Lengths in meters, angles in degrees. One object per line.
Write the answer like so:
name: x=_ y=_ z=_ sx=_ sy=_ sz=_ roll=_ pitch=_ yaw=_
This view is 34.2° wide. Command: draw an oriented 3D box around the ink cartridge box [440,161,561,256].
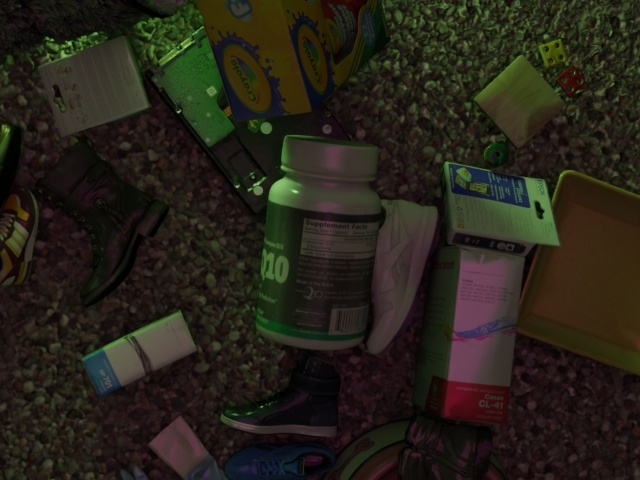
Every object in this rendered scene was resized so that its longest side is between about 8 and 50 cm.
ink cartridge box: x=0.336 y=-0.057 z=1.967 sx=0.208 sy=0.206 sz=0.045 roll=9 pitch=131 yaw=-6

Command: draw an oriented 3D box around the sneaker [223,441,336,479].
sneaker: x=-0.075 y=0.415 z=1.940 sx=0.209 sy=0.082 sz=0.069 roll=-5 pitch=90 yaw=-9

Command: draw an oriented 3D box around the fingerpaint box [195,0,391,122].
fingerpaint box: x=-0.062 y=-0.477 z=1.751 sx=0.163 sy=0.371 sz=0.445 roll=-4 pitch=115 yaw=29

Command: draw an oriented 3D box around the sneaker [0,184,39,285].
sneaker: x=-0.562 y=-0.011 z=1.874 sx=0.069 sy=0.084 sz=0.185 roll=1 pitch=87 yaw=34

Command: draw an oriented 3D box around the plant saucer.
plant saucer: x=0.562 y=0.071 z=2.042 sx=0.333 sy=0.081 sz=0.333 roll=20 pitch=85 yaw=-7

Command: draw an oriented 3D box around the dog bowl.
dog bowl: x=0.191 y=0.544 z=1.943 sx=0.408 sy=0.150 sz=0.408 roll=0 pitch=88 yaw=-8

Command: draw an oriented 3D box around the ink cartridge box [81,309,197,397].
ink cartridge box: x=-0.325 y=0.202 z=1.882 sx=0.190 sy=0.139 sz=0.082 roll=-24 pitch=91 yaw=-8

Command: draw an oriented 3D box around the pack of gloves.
pack of gloves: x=-0.264 y=0.476 z=1.944 sx=0.195 sy=0.046 sz=0.232 roll=-42 pitch=97 yaw=-18

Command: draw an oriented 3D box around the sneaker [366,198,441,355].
sneaker: x=0.123 y=0.065 z=1.978 sx=0.152 sy=0.114 sz=0.305 roll=18 pitch=79 yaw=2

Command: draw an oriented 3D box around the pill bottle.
pill bottle: x=0.000 y=0.000 z=1.872 sx=0.204 sy=0.204 sz=0.361 roll=6 pitch=99 yaw=-8

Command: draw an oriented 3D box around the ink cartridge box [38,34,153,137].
ink cartridge box: x=-0.418 y=-0.285 z=1.943 sx=0.179 sy=0.045 sz=0.145 roll=-18 pitch=92 yaw=10

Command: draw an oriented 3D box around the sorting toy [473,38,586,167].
sorting toy: x=0.392 y=-0.275 z=2.044 sx=0.274 sy=0.046 sz=0.132 roll=-44 pitch=94 yaw=-6

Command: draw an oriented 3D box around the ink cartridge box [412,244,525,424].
ink cartridge box: x=0.270 y=0.171 z=1.925 sx=0.131 sy=0.226 sz=0.306 roll=9 pitch=88 yaw=-7

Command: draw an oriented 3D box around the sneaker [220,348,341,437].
sneaker: x=-0.070 y=0.278 z=1.936 sx=0.226 sy=0.086 sz=0.163 roll=5 pitch=99 yaw=-18

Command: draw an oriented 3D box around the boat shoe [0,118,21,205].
boat shoe: x=-0.639 y=-0.072 z=1.857 sx=0.120 sy=0.122 sz=0.324 roll=22 pitch=85 yaw=-4

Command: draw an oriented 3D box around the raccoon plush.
raccoon plush: x=-0.445 y=-0.421 z=1.754 sx=0.299 sy=0.446 sz=0.216 roll=-28 pitch=106 yaw=-21

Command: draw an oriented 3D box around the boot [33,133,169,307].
boot: x=-0.430 y=-0.036 z=1.911 sx=0.229 sy=0.091 sz=0.263 roll=34 pitch=80 yaw=0

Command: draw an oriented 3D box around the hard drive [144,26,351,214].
hard drive: x=-0.136 y=-0.249 z=1.960 sx=0.237 sy=0.064 sz=0.339 roll=-39 pitch=95 yaw=-7

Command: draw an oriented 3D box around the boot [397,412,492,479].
boot: x=0.210 y=0.435 z=1.844 sx=0.161 sy=0.083 sz=0.246 roll=7 pitch=84 yaw=0
